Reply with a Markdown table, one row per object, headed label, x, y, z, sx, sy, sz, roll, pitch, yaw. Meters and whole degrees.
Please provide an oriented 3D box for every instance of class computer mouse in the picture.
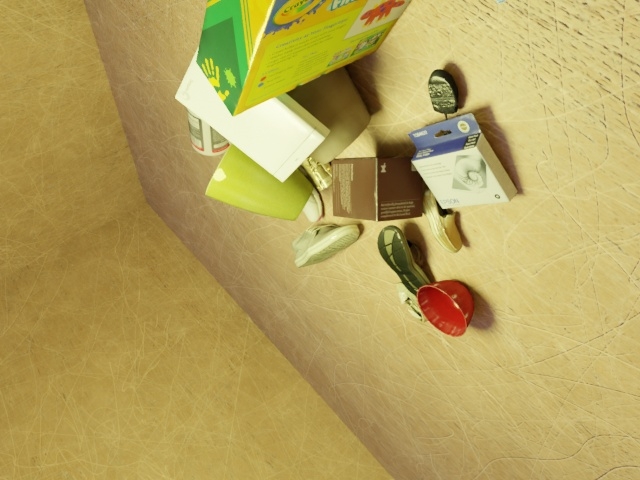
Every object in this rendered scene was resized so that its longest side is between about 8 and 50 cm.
| label | x | y | z | sx | sy | sz | roll | pitch | yaw |
| --- | --- | --- | --- | --- | --- | --- | --- | --- | --- |
| computer mouse | 0.306 | -0.290 | 1.196 | 0.071 | 0.041 | 0.242 | 15 | 139 | 43 |

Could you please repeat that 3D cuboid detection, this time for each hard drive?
| label | x | y | z | sx | sy | sz | roll | pitch | yaw |
| --- | --- | --- | --- | --- | --- | --- | --- | --- | --- |
| hard drive | -0.175 | -0.316 | 1.266 | 0.353 | 0.047 | 0.233 | 38 | 144 | -12 |

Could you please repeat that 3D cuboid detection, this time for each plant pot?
| label | x | y | z | sx | sy | sz | roll | pitch | yaw |
| --- | --- | --- | --- | --- | --- | --- | --- | --- | --- |
| plant pot | -0.024 | -0.372 | 1.396 | 0.280 | 0.323 | 0.323 | 45 | 157 | -15 |
| plant pot | -0.180 | -0.193 | 1.670 | 0.293 | 0.274 | 0.275 | 30 | 155 | -9 |

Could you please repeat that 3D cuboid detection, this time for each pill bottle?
| label | x | y | z | sx | sy | sz | roll | pitch | yaw |
| --- | --- | --- | --- | --- | --- | --- | --- | --- | --- |
| pill bottle | -0.445 | -0.507 | 2.043 | 0.176 | 0.176 | 0.318 | 46 | 152 | 20 |

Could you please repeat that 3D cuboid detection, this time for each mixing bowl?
| label | x | y | z | sx | sy | sz | roll | pitch | yaw |
| --- | --- | --- | --- | --- | --- | --- | --- | --- | --- |
| mixing bowl | 0.388 | 0.185 | 1.517 | 0.181 | 0.098 | 0.181 | 40 | 151 | 28 |

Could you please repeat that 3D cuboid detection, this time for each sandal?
| label | x | y | z | sx | sy | sz | roll | pitch | yaw |
| --- | --- | --- | --- | --- | --- | --- | --- | --- | --- |
| sandal | 0.275 | 0.060 | 1.597 | 0.120 | 0.086 | 0.303 | 9 | 143 | 49 |

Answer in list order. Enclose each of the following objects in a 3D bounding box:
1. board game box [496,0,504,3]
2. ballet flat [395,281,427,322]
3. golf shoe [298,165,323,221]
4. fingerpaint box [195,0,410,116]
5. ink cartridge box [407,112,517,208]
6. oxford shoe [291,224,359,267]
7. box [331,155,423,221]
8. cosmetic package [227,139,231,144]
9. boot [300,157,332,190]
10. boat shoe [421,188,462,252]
| label | x | y | z | sx | sy | sz | roll | pitch | yaw |
| --- | --- | --- | --- | --- | --- | --- | --- | --- | --- |
| board game box | 0.363 | -0.510 | 0.837 | 0.211 | 0.039 | 0.160 | 5 | 124 | 59 |
| ballet flat | 0.307 | 0.211 | 1.735 | 0.168 | 0.052 | 0.057 | 45 | 152 | 21 |
| golf shoe | -0.096 | -0.188 | 1.865 | 0.115 | 0.140 | 0.306 | 9 | 129 | 54 |
| fingerpaint box | -0.006 | -0.487 | 1.026 | 0.163 | 0.445 | 0.371 | 55 | 154 | 3 |
| ink cartridge box | 0.325 | -0.179 | 1.224 | 0.224 | 0.045 | 0.223 | 53 | 156 | -18 |
| oxford shoe | 0.000 | 0.000 | 1.914 | 0.449 | 0.169 | 0.130 | -32 | 70 | 64 |
| box | 0.153 | -0.146 | 1.404 | 0.203 | 0.168 | 0.167 | 12 | 105 | 56 |
| cosmetic package | -0.239 | -0.395 | 1.851 | 0.184 | 0.151 | 0.151 | 12 | 130 | 55 |
| boot | -0.028 | -0.260 | 1.639 | 0.203 | 0.095 | 0.262 | 56 | -178 | -3 |
| boat shoe | 0.335 | -0.054 | 1.379 | 0.190 | 0.068 | 0.072 | 57 | 142 | -2 |
